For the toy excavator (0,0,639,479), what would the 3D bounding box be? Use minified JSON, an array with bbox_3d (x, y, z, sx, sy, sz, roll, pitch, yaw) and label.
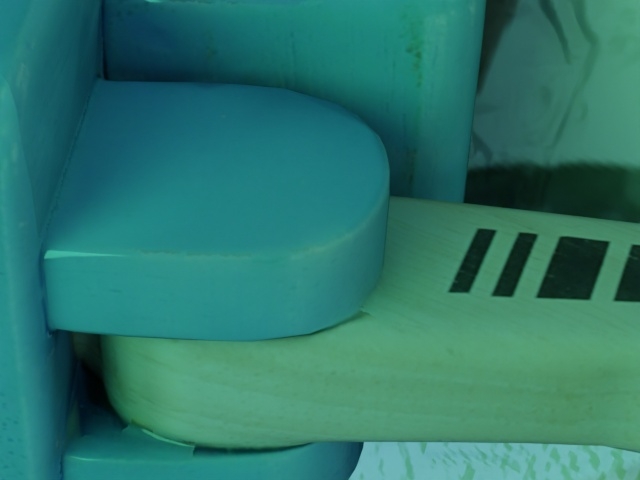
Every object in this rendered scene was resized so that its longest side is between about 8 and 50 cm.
[{"bbox_3d":[0.000,0.000,0.402,0.445,0.433,0.222,1,126,1],"label":"toy excavator"}]
